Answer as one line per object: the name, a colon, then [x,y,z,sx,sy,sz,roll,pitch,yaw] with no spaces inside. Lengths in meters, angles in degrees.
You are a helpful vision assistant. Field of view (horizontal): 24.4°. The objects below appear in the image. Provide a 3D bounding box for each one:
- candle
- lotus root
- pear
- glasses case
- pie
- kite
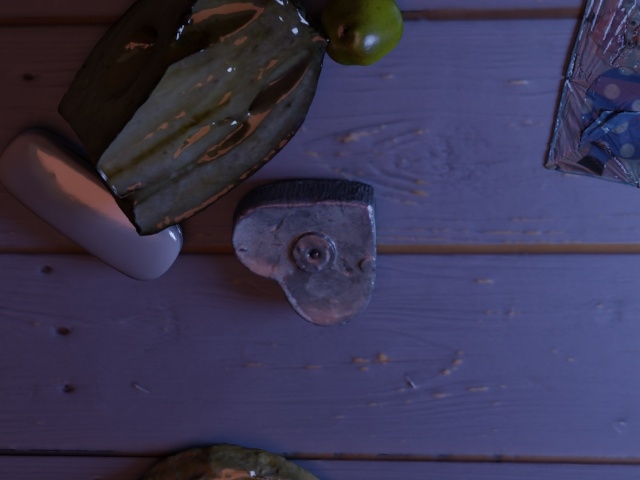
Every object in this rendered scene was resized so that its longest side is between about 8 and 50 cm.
candle: [0.000,0.000,1.705,0.192,0.068,0.168,41,111,-16]
lotus root: [-0.143,-0.168,1.614,0.314,0.142,0.210,-39,128,13]
pear: [0.042,-0.230,1.579,0.092,0.097,0.092,0,114,0]
glasses case: [-0.267,-0.041,1.717,0.233,0.059,0.092,34,115,-10]
pie: [-0.116,0.406,1.893,0.340,0.083,0.339,3,112,6]
kite: [0.382,-0.161,1.624,0.314,0.011,0.335,-30,109,18]
